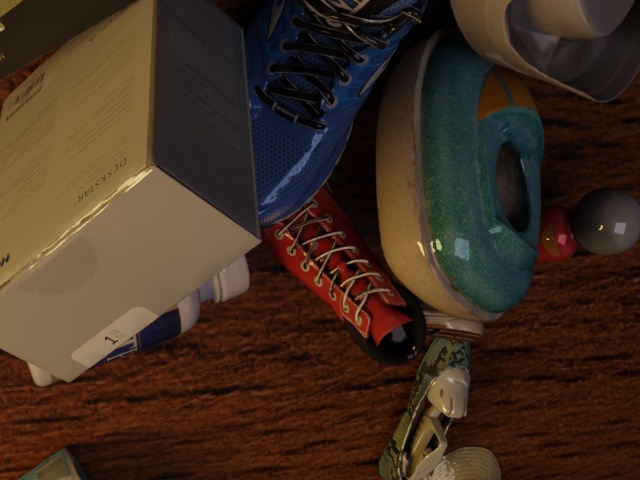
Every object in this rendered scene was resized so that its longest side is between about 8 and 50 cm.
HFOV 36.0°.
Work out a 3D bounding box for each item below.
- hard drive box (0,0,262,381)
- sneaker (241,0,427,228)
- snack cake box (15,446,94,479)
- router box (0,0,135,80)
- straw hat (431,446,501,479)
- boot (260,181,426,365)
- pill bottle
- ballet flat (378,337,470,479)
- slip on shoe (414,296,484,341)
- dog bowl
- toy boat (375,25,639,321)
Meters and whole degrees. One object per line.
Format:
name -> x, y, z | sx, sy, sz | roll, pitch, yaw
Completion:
hard drive box -> -0.139, -0.053, 0.666 | 0.181, 0.232, 0.089 | -35, 129, 25
sneaker -> 0.000, -0.163, 0.740 | 0.129, 0.147, 0.330 | 27, 88, -3
snack cake box -> -0.223, 0.339, 0.923 | 0.152, 0.089, 0.264 | -35, 124, -12
router box -> -0.178, -0.250, 0.589 | 0.308, 0.081, 0.243 | -28, 139, 11
straw hat -> 0.168, 0.315, 1.133 | 0.144, 0.061, 0.145 | -12, 117, -24
boot -> 0.000, 0.000, 0.830 | 0.088, 0.176, 0.244 | -41, 123, 0
pill bottle -> -0.159, 0.035, 0.802 | 0.186, 0.112, 0.112 | -21, 121, -18
ballet flat -> 0.124, 0.188, 1.050 | 0.070, 0.070, 0.188 | 12, 106, -31
slip on shoe -> 0.106, 0.073, 1.004 | 0.135, 0.051, 0.041 | 9, 67, -21
dog bowl -> 0.200, -0.286, 0.762 | 0.348, 0.102, 0.349 | -30, 126, -52
toy boat -> 0.173, -0.049, 0.884 | 0.318, 0.148, 0.268 | 27, 58, -50
